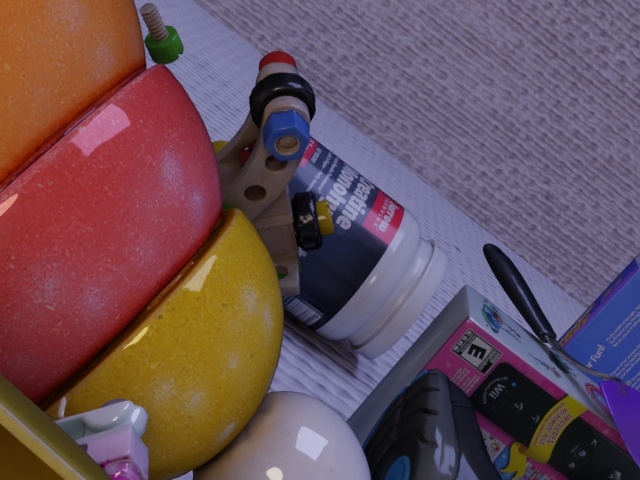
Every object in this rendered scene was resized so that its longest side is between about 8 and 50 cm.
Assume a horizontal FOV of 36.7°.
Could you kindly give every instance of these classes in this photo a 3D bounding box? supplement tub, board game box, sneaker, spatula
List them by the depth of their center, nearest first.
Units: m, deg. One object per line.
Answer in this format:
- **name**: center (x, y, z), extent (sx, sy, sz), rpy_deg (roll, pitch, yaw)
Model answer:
- **sneaker**: center (0.097, 0.234, 0.648), extent (0.139, 0.125, 0.341), rpy_deg (24, 34, -17)
- **spatula**: center (0.230, 0.100, 0.892), extent (0.084, 0.030, 0.296), rpy_deg (19, 26, -43)
- **board game box**: center (0.187, 0.226, 0.918), extent (0.303, 0.224, 0.097), rpy_deg (36, 15, -7)
- **board game box**: center (0.370, 0.207, 1.152), extent (0.233, 0.347, 0.078), rpy_deg (41, 15, 7)
- **supplement tub**: center (0.000, 0.000, 1.182), extent (0.272, 0.191, 0.191), rpy_deg (37, 16, -8)

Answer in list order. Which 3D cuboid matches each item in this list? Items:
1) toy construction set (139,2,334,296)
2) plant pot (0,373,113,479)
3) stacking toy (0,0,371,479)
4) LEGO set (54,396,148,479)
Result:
- **toy construction set**: center (-0.125, -0.059, 0.935), extent (0.309, 0.257, 0.237), rpy_deg (51, -12, 40)
- **plant pot**: center (-0.219, 0.094, 0.369), extent (0.212, 0.212, 0.187), rpy_deg (54, -10, -31)
- **stacking toy**: center (-0.145, 0.042, 0.606), extent (0.480, 0.350, 0.350), rpy_deg (49, 14, -9)
- **LEGO set**: center (-0.096, 0.216, 0.546), extent (0.107, 0.132, 0.287), rpy_deg (-87, 153, -48)
